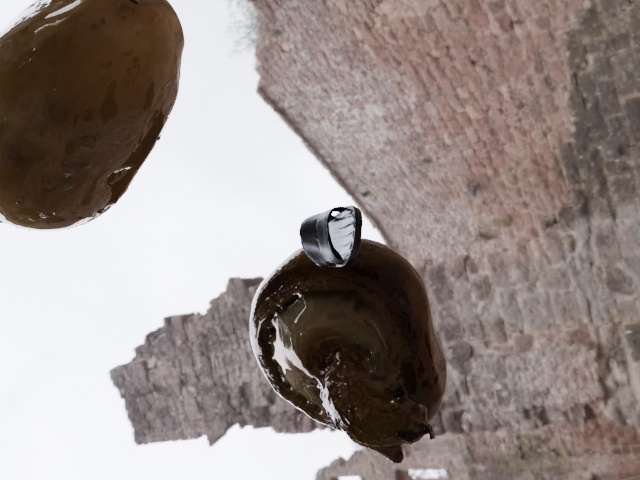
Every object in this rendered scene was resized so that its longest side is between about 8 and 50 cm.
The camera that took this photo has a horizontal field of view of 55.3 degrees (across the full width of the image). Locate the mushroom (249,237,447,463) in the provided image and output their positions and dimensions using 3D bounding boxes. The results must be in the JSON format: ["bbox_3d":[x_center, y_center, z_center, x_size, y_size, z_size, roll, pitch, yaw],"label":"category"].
[{"bbox_3d":[0.041,0.161,0.929,0.259,0.346,0.345,-44,-63,-59],"label":"mushroom"}]

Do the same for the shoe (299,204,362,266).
[{"bbox_3d":[0.000,0.000,0.679,0.159,0.053,0.062,151,121,-74],"label":"shoe"}]

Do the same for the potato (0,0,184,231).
[{"bbox_3d":[-0.155,-0.081,0.381,0.109,0.178,0.118,26,-156,-17],"label":"potato"}]

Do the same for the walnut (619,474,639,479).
[{"bbox_3d":[0.196,0.187,0.284,0.140,0.140,0.162,57,-179,-32],"label":"walnut"}]
